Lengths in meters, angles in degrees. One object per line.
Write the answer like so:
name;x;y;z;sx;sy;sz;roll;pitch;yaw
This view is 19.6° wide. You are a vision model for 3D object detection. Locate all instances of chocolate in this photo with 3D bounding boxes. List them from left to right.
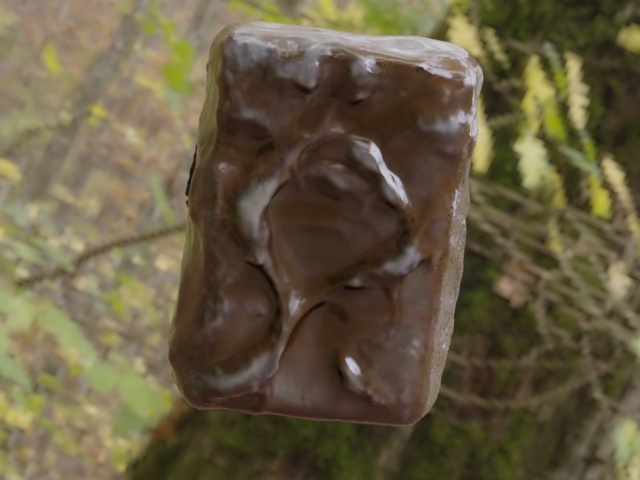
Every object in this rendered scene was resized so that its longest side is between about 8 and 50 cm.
chocolate;0.000;0.000;0.938;0.148;0.214;0.093;6;11;0
